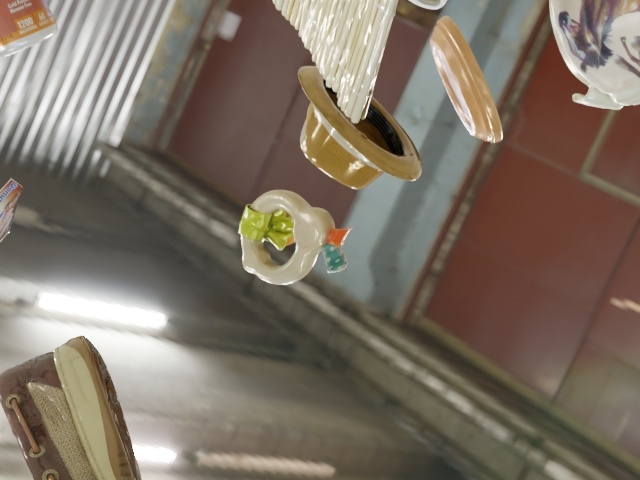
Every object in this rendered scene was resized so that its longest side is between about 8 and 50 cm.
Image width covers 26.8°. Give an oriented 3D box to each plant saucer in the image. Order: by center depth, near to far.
[{"bbox_3d":[0.208,-0.230,1.961,0.200,0.037,0.200,-24,-90,-90],"label":"plant saucer"}]

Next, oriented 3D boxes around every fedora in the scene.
[{"bbox_3d":[0.030,-0.120,1.575,0.194,0.079,0.194,35,-158,-17],"label":"fedora"}]

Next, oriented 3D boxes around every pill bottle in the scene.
[{"bbox_3d":[-0.457,-0.362,1.844,0.121,0.121,0.216,-114,1,-76],"label":"pill bottle"}]

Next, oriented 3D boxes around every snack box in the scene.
[{"bbox_3d":[-0.420,-0.022,1.733,0.022,0.064,0.178,39,154,-3],"label":"snack box"}]

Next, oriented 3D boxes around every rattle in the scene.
[{"bbox_3d":[0.000,0.000,1.772,0.200,0.130,0.143,-5,161,38],"label":"rattle"}]

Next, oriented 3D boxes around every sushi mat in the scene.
[{"bbox_3d":[0.020,-0.229,0.783,0.019,0.316,0.151,-17,-125,-27],"label":"sushi mat"}]

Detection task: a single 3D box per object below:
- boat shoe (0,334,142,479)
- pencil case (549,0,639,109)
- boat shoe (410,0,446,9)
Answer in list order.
[{"bbox_3d":[-0.211,0.253,1.170,0.123,0.123,0.342,80,170,-67],"label":"boat shoe"},{"bbox_3d":[0.365,-0.202,0.998,0.160,0.183,0.410,24,160,-37],"label":"pencil case"},{"bbox_3d":[0.021,-0.322,1.416,0.277,0.096,0.098,18,148,-13],"label":"boat shoe"}]
